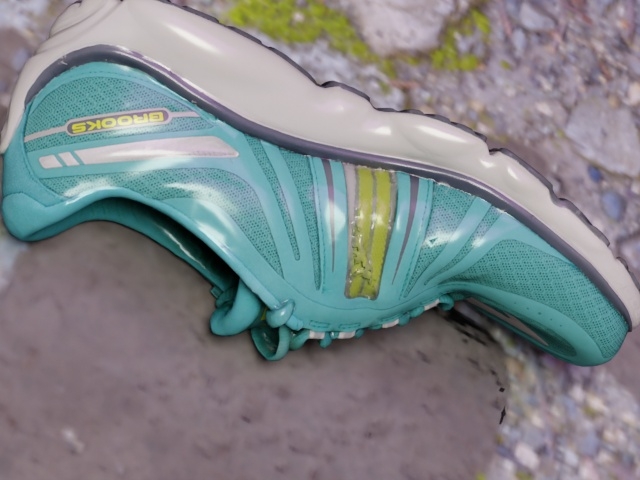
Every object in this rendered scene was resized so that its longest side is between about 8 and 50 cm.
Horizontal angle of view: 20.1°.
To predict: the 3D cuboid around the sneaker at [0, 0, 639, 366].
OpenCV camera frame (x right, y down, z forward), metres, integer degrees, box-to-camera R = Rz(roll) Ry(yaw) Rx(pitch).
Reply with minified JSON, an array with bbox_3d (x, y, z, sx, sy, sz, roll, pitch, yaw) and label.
[{"bbox_3d":[0.000,0.000,0.740,0.275,0.107,0.110,21,73,-11],"label":"sneaker"}]
